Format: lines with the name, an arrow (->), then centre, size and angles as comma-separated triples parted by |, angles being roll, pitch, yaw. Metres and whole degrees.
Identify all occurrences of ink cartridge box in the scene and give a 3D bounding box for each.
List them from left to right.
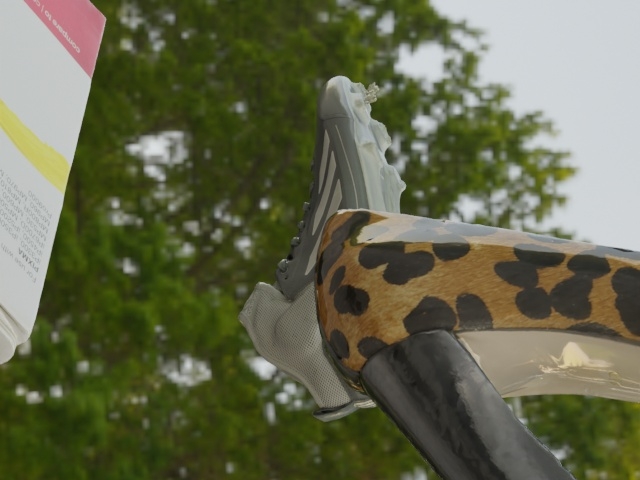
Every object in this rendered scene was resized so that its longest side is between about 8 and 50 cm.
ink cartridge box -> -0.347, -0.062, 1.179 | 0.279, 0.160, 0.384 | -21, -140, 21

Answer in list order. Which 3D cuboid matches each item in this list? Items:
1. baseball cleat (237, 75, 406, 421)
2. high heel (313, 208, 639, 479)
baseball cleat -> 0.000, 0.000, 0.816 | 0.072, 0.109, 0.205 | 53, 20, -49
high heel -> 0.134, 0.002, 0.547 | 0.186, 0.261, 0.093 | 51, -17, 34
